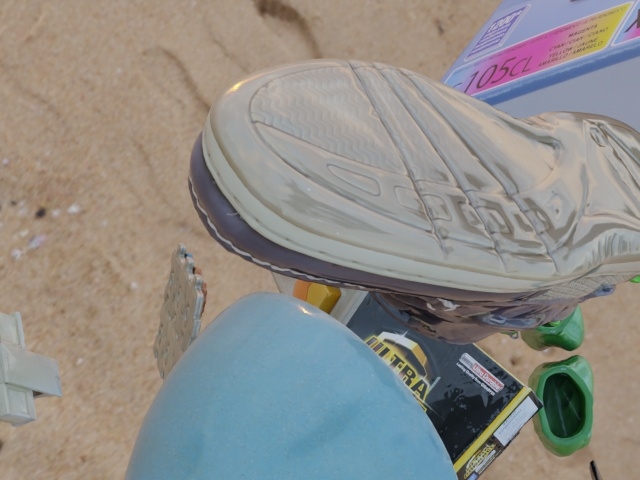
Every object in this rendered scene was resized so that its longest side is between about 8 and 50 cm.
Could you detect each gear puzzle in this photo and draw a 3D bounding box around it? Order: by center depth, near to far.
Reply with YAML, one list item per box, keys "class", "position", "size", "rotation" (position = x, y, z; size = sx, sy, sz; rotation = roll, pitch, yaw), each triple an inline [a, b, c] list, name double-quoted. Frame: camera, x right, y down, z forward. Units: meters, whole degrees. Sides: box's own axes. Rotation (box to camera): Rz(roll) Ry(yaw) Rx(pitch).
- class: "gear puzzle"
  position: [-0.160, 0.121, 1.407]
  size: [0.044, 0.339, 0.175]
  rotation: [10, 101, -17]

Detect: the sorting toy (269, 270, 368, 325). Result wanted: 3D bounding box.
- class: "sorting toy"
  position: [0.000, 0.000, 1.153]
  size: [0.038, 0.208, 0.193]
  rotation: [8, 36, -30]

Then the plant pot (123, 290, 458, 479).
- class: "plant pot"
  position: [-0.053, 0.217, 0.940]
  size: [0.195, 0.290, 0.290]
  rotation: [-37, 88, -32]

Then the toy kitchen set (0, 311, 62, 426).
- class: "toy kitchen set"
  position: [-0.242, 0.103, 0.816]
  size: [0.068, 0.075, 0.083]
  rotation: [35, 36, -62]

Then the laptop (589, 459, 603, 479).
- class: "laptop"
  position: [0.453, 0.410, 1.365]
  size: [0.264, 0.136, 0.234]
  rotation: [64, 12, -9]

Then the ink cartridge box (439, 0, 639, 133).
- class: "ink cartridge box"
  position: [0.286, -0.188, 0.894]
  size: [0.151, 0.270, 0.395]
  rotation: [52, 54, -19]

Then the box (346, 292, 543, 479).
- class: "box"
  position: [0.087, 0.205, 1.455]
  size: [0.322, 0.257, 0.079]
  rotation: [41, -2, 39]

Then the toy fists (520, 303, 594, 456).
- class: "toy fists"
  position: [0.326, 0.157, 1.536]
  size: [0.096, 0.142, 0.279]
  rotation: [-6, 79, 1]

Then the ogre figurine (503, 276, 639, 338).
- class: "ogre figurine"
  position: [0.243, 0.005, 1.056]
  size: [0.197, 0.118, 0.097]
  rotation: [-19, 49, 2]

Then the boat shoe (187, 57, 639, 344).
- class: "boat shoe"
  position: [0.057, -0.003, 0.451]
  size: [0.285, 0.092, 0.103]
  rotation: [-2, 53, -47]
